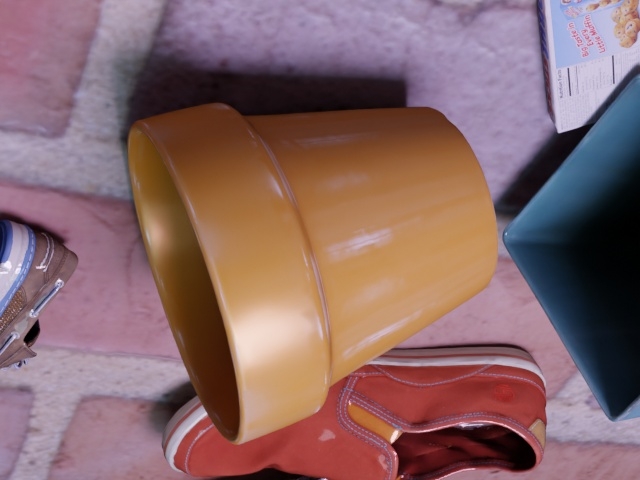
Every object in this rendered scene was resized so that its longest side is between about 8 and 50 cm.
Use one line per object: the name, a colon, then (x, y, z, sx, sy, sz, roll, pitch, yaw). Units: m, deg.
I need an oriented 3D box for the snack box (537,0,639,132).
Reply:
snack box: (0.170, -0.144, 0.716, 0.064, 0.022, 0.178, -15, 138, 3)

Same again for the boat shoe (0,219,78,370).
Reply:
boat shoe: (-0.234, 0.065, 0.816, 0.066, 0.066, 0.183, 20, 129, -32)

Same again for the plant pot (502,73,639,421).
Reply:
plant pot: (0.292, 0.010, 0.806, 0.234, 0.165, 0.165, 3, 137, -35)

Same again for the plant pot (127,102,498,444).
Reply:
plant pot: (0.000, 0.000, 0.721, 0.188, 0.205, 0.205, -18, 140, -16)

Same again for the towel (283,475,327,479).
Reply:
towel: (-0.003, 0.315, 1.104, 0.235, 0.121, 0.283, -14, 139, 4)

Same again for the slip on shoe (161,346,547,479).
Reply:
slip on shoe: (0.034, 0.160, 0.955, 0.331, 0.101, 0.123, -4, 139, -7)
